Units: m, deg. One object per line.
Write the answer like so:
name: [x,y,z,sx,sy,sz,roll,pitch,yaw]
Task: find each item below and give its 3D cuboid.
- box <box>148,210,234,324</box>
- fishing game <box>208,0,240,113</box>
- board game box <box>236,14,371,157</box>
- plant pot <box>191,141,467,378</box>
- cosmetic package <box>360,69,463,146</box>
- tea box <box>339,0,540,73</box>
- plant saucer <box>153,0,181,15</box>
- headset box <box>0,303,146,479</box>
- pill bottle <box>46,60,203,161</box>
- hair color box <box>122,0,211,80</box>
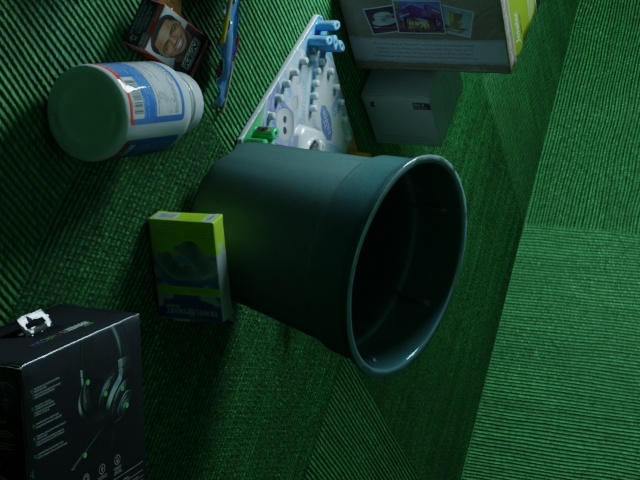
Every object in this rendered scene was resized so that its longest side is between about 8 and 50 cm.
box: [-0.190,0.047,1.796,0.042,0.109,0.178,-46,136,-61]
fishing game: [-0.147,-0.292,1.834,0.264,0.041,0.189,107,-7,-76]
board game box: [-0.011,-0.147,2.239,0.390,0.050,0.390,73,31,-41]
plant pot: [0.000,0.000,1.888,0.341,0.334,0.341,-30,129,-47]
cosmetic package: [0.193,-0.313,2.544,0.151,0.151,0.184,66,38,-49]
tea box: [0.245,-0.512,2.401,0.220,0.329,0.323,73,33,-42]
plant saucer: [-0.222,-0.341,1.762,0.083,0.015,0.083,5,90,-66]
headset box: [-0.332,0.226,1.481,0.246,0.131,0.283,-27,119,-62]
pill bottle: [-0.247,-0.173,1.605,0.221,0.124,0.124,-19,112,-65]
hair color box: [-0.216,-0.282,1.734,0.072,0.043,0.141,-66,154,-2]
